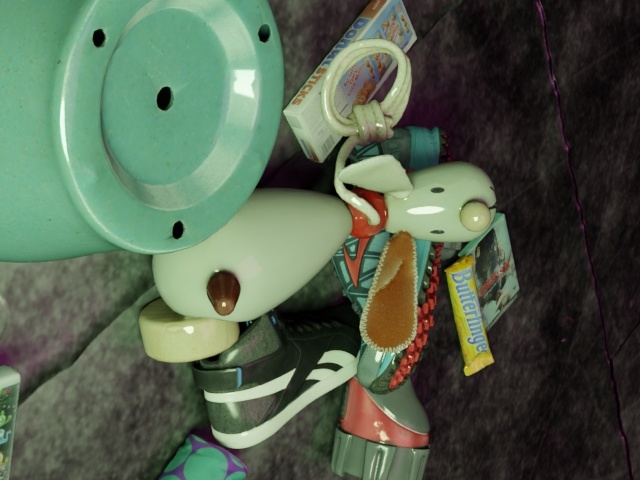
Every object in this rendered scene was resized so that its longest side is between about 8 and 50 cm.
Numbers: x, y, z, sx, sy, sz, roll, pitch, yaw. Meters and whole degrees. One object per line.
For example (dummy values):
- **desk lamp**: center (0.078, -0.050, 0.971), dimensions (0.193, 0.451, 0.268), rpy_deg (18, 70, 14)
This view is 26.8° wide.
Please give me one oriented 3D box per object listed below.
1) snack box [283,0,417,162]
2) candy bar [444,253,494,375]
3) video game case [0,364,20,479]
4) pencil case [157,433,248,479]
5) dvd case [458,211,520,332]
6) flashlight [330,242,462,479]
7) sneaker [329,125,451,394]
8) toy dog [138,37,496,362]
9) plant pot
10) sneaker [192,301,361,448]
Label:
- **snack box**: center (0.031, -0.158, 1.272), dimensions (0.178, 0.022, 0.064), rpy_deg (-54, 137, -26)
- **candy bar**: center (0.168, 0.084, 1.523), dimensions (0.040, 0.018, 0.161), rpy_deg (-27, 126, -17)
- **video game case**: center (-0.299, 0.188, 0.942), dimensions (0.190, 0.022, 0.173), rpy_deg (-16, 126, -48)
- **pencil case**: center (-0.124, 0.246, 1.173), dimensions (0.070, 0.064, 0.151), rpy_deg (44, 66, -31)
- **dvd case**: center (0.197, 0.039, 1.556), dimensions (0.087, 0.013, 0.119), rpy_deg (-43, 133, -35)
- **flashlight**: center (0.086, 0.095, 1.360), dimensions (0.103, 0.103, 0.304), rpy_deg (9, 95, -52)
- **sneaker**: center (0.051, 0.016, 1.265), dimensions (0.104, 0.125, 0.261), rpy_deg (63, 35, -66)
- **toy dog**: center (0.000, 0.000, 1.094), dimensions (0.334, 0.161, 0.220), rpy_deg (-32, 117, -9)
- **plant pot**: center (-0.172, -0.106, 0.841), dimensions (0.272, 0.255, 0.271), rpy_deg (-20, 116, -48)
- **sneaker**: center (-0.028, 0.084, 1.232), dimensions (0.217, 0.079, 0.121), rpy_deg (-39, 125, -42)
